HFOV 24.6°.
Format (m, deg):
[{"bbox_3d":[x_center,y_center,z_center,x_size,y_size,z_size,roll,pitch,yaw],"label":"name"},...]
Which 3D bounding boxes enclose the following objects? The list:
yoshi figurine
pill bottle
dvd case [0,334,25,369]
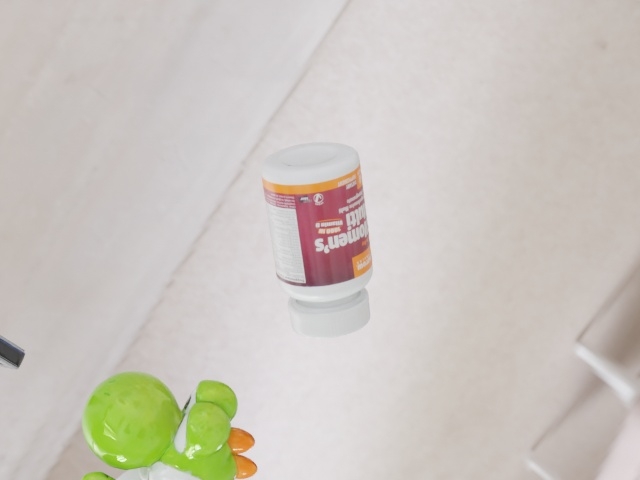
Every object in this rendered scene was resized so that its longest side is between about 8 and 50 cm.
[{"bbox_3d":[-0.217,0.270,1.688,0.203,0.203,0.362,-3,138,-34],"label":"yoshi figurine"},{"bbox_3d":[0.000,0.000,1.798,0.121,0.121,0.221,-25,117,-37],"label":"pill bottle"},{"bbox_3d":[-0.473,0.079,1.662,0.239,0.179,0.029,44,60,-49],"label":"dvd case"}]
